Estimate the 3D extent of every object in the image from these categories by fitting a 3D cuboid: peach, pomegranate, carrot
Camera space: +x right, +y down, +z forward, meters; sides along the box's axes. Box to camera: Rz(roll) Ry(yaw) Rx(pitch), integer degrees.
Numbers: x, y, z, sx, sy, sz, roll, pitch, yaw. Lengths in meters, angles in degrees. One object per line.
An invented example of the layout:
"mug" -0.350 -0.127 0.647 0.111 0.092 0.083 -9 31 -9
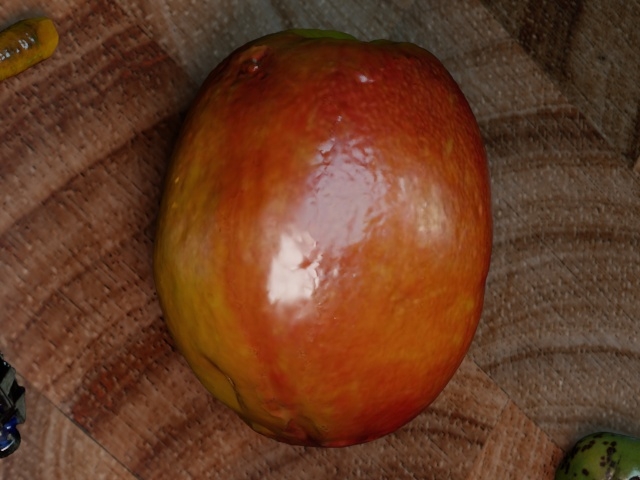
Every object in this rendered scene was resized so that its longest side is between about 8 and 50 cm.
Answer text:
"peach" 0.002 0.000 1.435 0.289 0.373 0.373 4 75 -2
"pomegranate" 0.305 0.248 1.712 0.122 0.122 0.161 60 28 -9
"carrot" -0.296 -0.145 1.408 0.170 0.042 0.042 -32 99 -34

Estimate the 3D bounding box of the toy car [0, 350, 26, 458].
"toy car" -0.320 0.172 1.295 0.216 0.063 0.103 -47 139 -25
